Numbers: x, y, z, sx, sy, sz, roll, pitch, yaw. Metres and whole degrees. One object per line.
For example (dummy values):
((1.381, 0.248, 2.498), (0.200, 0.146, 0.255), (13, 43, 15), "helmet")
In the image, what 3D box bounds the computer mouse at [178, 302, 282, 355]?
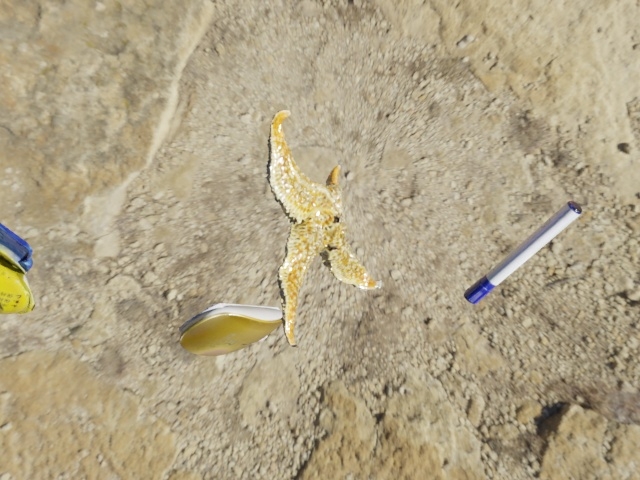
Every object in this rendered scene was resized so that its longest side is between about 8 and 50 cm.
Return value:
((-0.142, 0.154, 1.207), (0.126, 0.245, 0.056), (-31, 73, 16), "computer mouse")

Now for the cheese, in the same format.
((-0.522, 0.050, 1.142), (0.156, 0.064, 0.250), (40, 137, -10), "cheese")

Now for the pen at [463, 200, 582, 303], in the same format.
((0.351, 0.025, 1.233), (0.033, 0.033, 0.269), (40, 125, -1), "pen")

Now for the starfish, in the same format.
((0.013, -0.005, 1.009), (0.084, 0.293, 0.301), (-12, 80, 19), "starfish")
